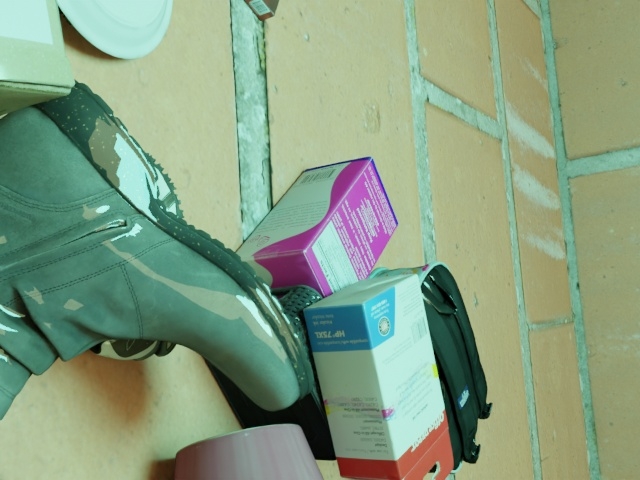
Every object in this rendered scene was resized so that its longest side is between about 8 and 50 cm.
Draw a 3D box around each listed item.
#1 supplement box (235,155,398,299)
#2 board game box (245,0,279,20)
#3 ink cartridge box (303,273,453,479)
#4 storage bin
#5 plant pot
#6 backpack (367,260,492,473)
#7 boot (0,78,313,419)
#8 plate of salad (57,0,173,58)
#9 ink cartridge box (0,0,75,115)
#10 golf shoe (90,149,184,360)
[{"bbox_3d":[0.000,0.000,0.875,0.220,0.111,0.114,-53,127,-47],"label":"supplement box"},{"bbox_3d":[-0.080,-0.448,0.931,0.145,0.027,0.281,44,48,-45],"label":"board game box"},{"bbox_3d":[0.069,0.164,0.747,0.134,0.078,0.231,-19,99,-56],"label":"ink cartridge box"},{"bbox_3d":[-0.038,0.150,0.772,0.084,0.122,0.180,-52,126,-48],"label":"storage bin"},{"bbox_3d":[-0.062,0.281,0.661,0.201,0.201,0.180,20,51,-54],"label":"plant pot"},{"bbox_3d":[0.119,0.159,0.948,0.225,0.191,0.254,-47,129,-53],"label":"backpack"},{"bbox_3d":[-0.177,0.065,0.534,0.338,0.118,0.223,48,60,-10],"label":"boot"},{"bbox_3d":[-0.212,-0.277,0.673,0.200,0.048,0.200,-2,90,-66],"label":"plate of salad"},{"bbox_3d":[-0.268,-0.188,0.433,0.088,0.193,0.235,-11,92,-57],"label":"ink cartridge box"},{"bbox_3d":[-0.178,0.012,0.634,0.094,0.077,0.198,-1,83,-57],"label":"golf shoe"}]
